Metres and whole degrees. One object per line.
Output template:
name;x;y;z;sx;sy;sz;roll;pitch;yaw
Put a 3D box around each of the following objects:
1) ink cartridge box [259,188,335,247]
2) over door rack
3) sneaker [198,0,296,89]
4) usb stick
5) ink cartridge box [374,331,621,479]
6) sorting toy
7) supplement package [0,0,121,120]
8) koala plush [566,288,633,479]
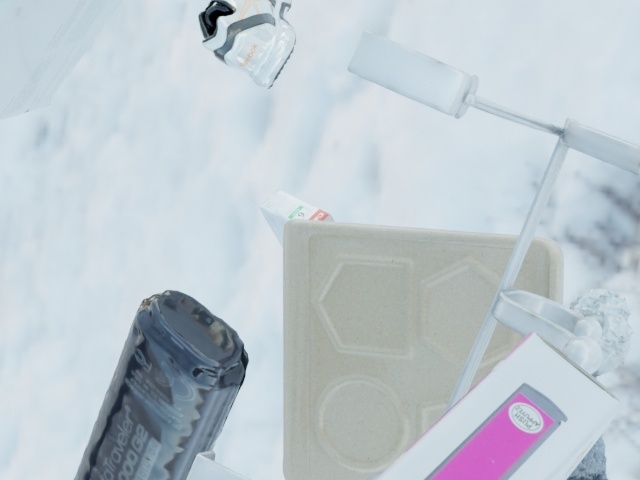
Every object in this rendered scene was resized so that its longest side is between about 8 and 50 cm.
ink cartridge box;0.000;0.000;1.619;0.029;0.063;0.115;-44;41;-18
over door rack;0.085;0.043;0.963;0.108;0.324;0.239;25;97;27
sneaker;-0.039;-0.116;0.928;0.040;0.044;0.109;-58;18;19
usb stick;-0.106;0.130;1.099;0.077;0.045;0.278;42;140;14
ink cartridge box;-0.006;0.192;0.807;0.069;0.371;0.176;39;131;11
sorting toy;0.068;0.085;1.239;0.208;0.038;0.193;5;102;26
supplement package;-0.302;-0.210;1.581;0.149;0.203;0.194;49;127;11
koala plush;0.168;0.149;1.492;0.196;0.203;0.221;-28;42;44
